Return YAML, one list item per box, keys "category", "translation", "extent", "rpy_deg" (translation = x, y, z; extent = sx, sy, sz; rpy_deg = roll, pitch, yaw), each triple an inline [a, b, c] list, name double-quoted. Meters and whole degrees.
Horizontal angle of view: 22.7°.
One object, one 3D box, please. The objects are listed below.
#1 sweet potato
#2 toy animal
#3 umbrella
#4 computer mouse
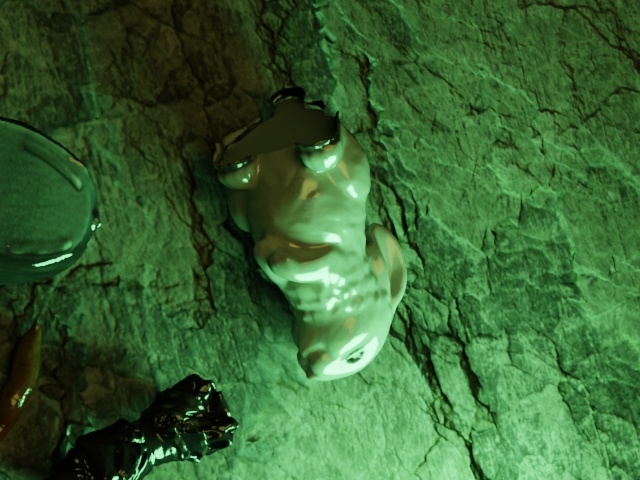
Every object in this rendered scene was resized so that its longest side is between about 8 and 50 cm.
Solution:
- category: "sweet potato"
  translation: [-0.363, 0.181, 1.887]
  extent: [0.044, 0.044, 0.179]
  rpy_deg: [30, 67, -27]
- category: "toy animal"
  translation: [0.000, 0.000, 2.095]
  extent: [0.258, 0.194, 0.357]
  rpy_deg: [-57, 133, -52]
- category: "umbrella"
  translation: [-0.226, 0.256, 1.924]
  extent: [0.272, 0.122, 0.110]
  rpy_deg: [-26, 120, -42]
- category: "computer mouse"
  translation: [-0.430, -0.067, 1.836]
  extent: [0.374, 0.114, 0.203]
  rpy_deg: [23, 68, -38]
